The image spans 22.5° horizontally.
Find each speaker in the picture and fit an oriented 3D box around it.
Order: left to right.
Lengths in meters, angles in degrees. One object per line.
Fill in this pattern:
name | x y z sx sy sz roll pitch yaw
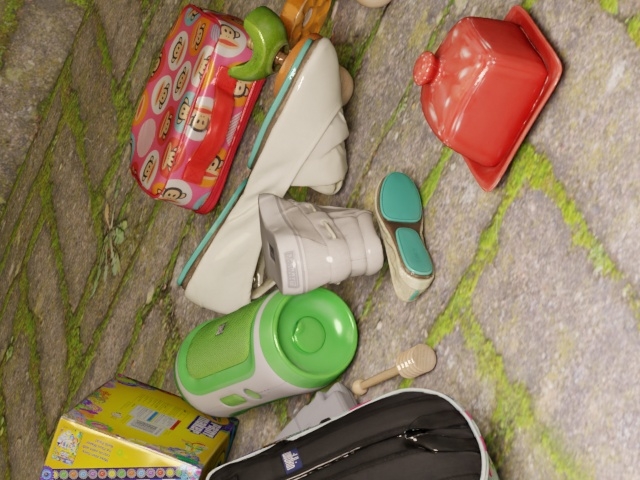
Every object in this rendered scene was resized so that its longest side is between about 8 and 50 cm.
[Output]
speaker | -0.071 0.134 1.910 0.296 0.131 0.131 -27 51 60

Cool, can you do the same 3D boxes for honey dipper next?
honey dipper | 0.073 0.142 1.705 0.160 0.030 0.030 143 138 -60

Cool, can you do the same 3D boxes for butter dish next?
butter dish | 0.148 -0.157 1.622 0.160 0.118 0.160 -61 25 25

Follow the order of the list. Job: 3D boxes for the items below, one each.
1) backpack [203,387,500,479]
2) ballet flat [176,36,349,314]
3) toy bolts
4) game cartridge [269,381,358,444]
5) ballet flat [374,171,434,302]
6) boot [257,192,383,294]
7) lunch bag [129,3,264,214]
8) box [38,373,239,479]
backpack | 0.046 0.258 1.446 0.253 0.191 0.225 -29 32 1
ballet flat | -0.042 -0.064 1.990 0.400 0.139 0.139 -60 26 27
toy bolts | 0.017 -0.289 2.061 0.218 0.158 0.228 -36 -30 -54
game cartridge | -0.042 0.311 1.724 0.294 0.060 0.196 -49 26 13
ballet flat | 0.084 -0.003 1.745 0.168 0.057 0.052 -97 23 -45
boot | 0.000 0.000 1.828 0.258 0.123 0.095 -120 24 -71
lunch bag | -0.180 -0.195 2.394 0.293 0.120 0.258 -68 24 10
box | -0.244 0.341 1.957 0.290 0.177 0.279 -43 -27 -82
